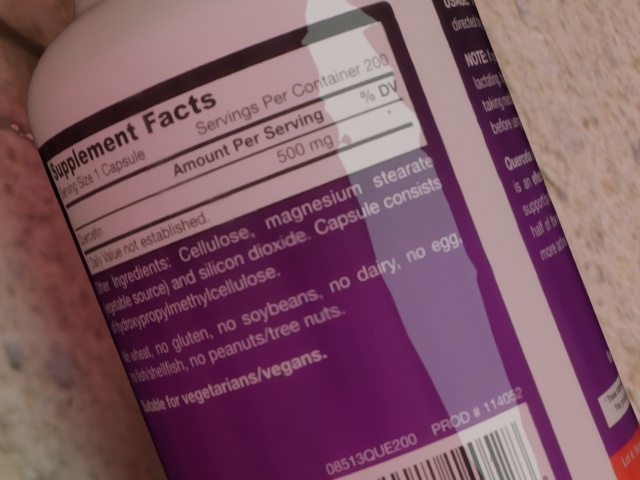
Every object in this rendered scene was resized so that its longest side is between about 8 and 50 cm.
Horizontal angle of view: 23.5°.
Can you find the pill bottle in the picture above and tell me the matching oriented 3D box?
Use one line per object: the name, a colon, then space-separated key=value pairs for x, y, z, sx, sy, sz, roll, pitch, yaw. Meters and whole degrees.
pill bottle: x=0.000 y=0.000 z=0.607 sx=0.181 sy=0.181 sz=0.323 roll=-22 pitch=90 yaw=-47
